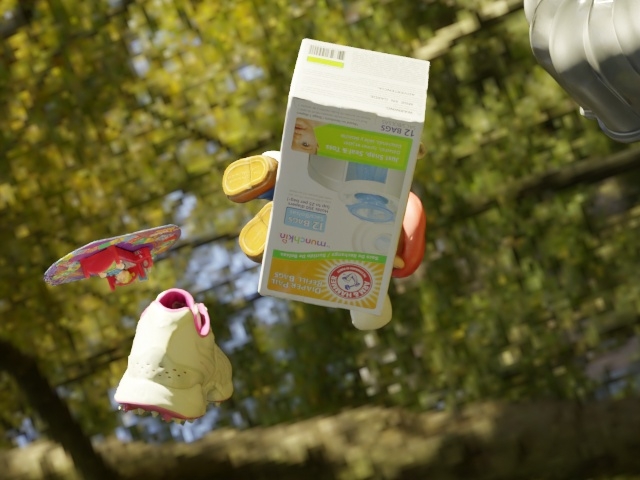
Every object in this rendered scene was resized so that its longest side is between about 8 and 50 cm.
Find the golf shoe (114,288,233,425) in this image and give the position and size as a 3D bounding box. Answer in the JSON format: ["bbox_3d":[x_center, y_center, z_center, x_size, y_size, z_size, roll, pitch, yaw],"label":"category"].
[{"bbox_3d":[-0.154,0.123,1.939,0.306,0.115,0.140,-54,-27,-86],"label":"golf shoe"}]

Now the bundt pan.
[{"bbox_3d":[0.303,-0.255,1.462,0.124,0.331,0.331,31,-147,-29],"label":"bundt pan"}]

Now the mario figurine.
[{"bbox_3d":[0.000,0.000,2.113,0.320,0.170,0.198,17,-96,-48],"label":"mario figurine"}]

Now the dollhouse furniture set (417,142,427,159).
[{"bbox_3d":[0.044,-0.107,1.879,0.081,0.091,0.114,15,155,50],"label":"dollhouse furniture set"}]

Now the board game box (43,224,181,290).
[{"bbox_3d":[-0.235,0.031,1.954,0.168,0.133,0.033,-14,-105,-33],"label":"board game box"}]

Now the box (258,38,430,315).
[{"bbox_3d":[0.019,-0.051,1.426,0.103,0.114,0.203,-80,1,-55],"label":"box"}]
